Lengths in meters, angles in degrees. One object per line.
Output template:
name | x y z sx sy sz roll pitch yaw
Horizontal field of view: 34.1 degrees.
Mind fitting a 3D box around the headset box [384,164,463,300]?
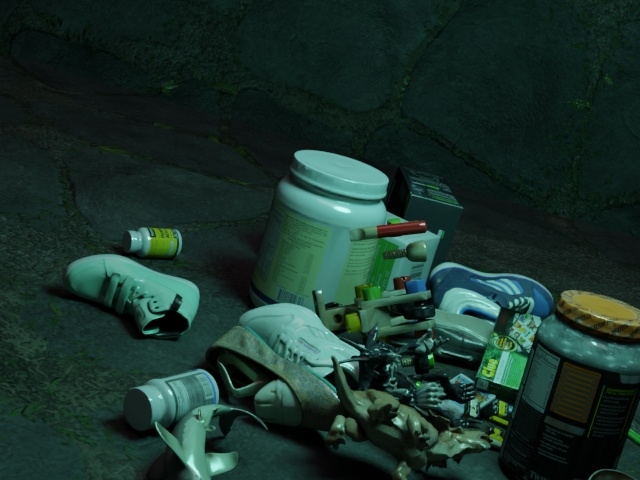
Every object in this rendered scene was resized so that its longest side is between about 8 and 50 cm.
headset box | 0.230 -0.019 2.529 0.131 0.246 0.283 14 19 -8

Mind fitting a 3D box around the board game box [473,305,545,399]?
board game box | 0.386 0.219 2.004 0.136 0.030 0.259 19 32 12

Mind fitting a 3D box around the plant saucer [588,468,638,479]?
plant saucer | 0.483 0.438 1.641 0.168 0.029 0.168 20 37 -15

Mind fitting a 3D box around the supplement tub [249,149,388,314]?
supplement tub | 0.000 0.000 2.135 0.235 0.324 0.235 15 17 -5

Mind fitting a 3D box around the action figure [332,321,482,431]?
action figure | 0.159 0.228 1.757 0.276 0.141 0.164 31 48 -29

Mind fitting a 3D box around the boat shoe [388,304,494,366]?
boat shoe | 0.270 0.207 2.163 0.335 0.095 0.112 19 20 -7

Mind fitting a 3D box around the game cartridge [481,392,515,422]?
game cartridge | 0.433 0.275 2.011 0.196 0.060 0.294 27 38 20

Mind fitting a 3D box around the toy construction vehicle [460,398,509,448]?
toy construction vehicle | 0.291 0.323 1.854 0.086 0.035 0.098 21 49 -14

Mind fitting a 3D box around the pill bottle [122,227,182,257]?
pill bottle | -0.362 0.005 2.235 0.116 0.065 0.065 2 22 -36

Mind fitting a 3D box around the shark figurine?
shark figurine | -0.187 0.294 1.468 0.166 0.116 0.278 47 22 -13

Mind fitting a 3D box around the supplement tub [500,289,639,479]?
supplement tub | 0.430 0.255 1.741 0.194 0.316 0.193 14 15 -4

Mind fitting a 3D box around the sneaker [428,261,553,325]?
sneaker | 0.401 0.170 2.334 0.323 0.130 0.236 16 27 -16

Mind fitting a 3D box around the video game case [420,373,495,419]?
video game case | 0.247 0.293 1.905 0.122 0.011 0.087 -27 40 -32

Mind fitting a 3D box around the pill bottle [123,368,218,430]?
pill bottle | -0.229 0.245 1.599 0.078 0.078 0.137 28 21 34

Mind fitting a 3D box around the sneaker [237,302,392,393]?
sneaker | -0.023 0.202 1.848 0.305 0.114 0.152 22 18 19

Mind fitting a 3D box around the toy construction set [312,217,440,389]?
toy construction set | 0.082 0.107 1.943 0.237 0.308 0.257 -6 25 -3

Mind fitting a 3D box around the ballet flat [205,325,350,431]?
ballet flat | -0.084 0.246 1.728 0.106 0.107 0.316 -23 32 -33

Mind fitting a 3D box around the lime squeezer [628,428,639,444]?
lime squeezer | 0.670 0.387 1.935 0.059 0.109 0.310 -21 6 -37

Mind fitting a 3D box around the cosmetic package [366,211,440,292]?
cosmetic package | 0.063 0.014 2.365 0.366 0.197 0.155 25 20 31

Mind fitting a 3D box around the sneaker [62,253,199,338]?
sneaker | -0.349 0.104 1.901 0.256 0.094 0.151 12 21 -8

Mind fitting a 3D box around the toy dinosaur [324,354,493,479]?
toy dinosaur | 0.113 0.286 1.615 0.296 0.127 0.200 38 16 -1
